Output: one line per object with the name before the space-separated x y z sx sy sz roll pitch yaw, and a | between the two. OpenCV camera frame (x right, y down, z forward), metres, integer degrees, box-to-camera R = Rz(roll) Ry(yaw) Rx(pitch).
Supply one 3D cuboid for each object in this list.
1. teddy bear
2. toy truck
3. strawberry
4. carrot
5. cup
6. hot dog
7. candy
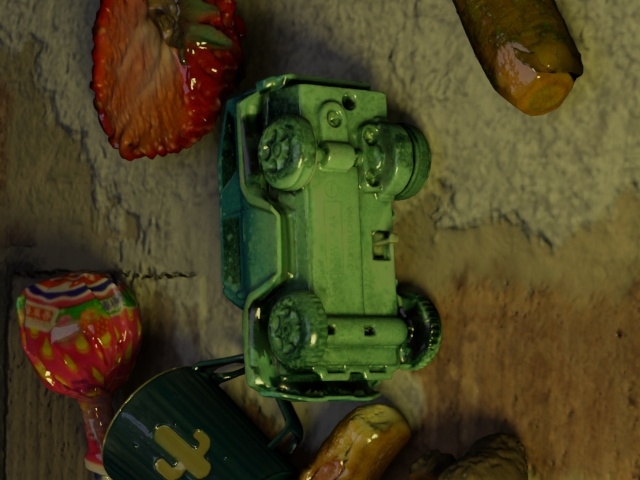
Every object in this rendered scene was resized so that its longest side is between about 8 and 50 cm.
teddy bear | 0.098 0.260 1.616 0.190 0.140 0.177 -41 63 43
toy truck | 0.000 0.000 1.713 0.156 0.155 0.279 -10 80 52
strawberry | -0.136 -0.171 1.896 0.190 0.111 0.236 63 150 14
carrot | 0.154 -0.184 1.629 0.082 0.082 0.173 -43 53 33
cup | -0.088 0.194 1.810 0.176 0.131 0.155 -49 57 -2
hot dog | -0.012 0.257 1.754 0.061 0.088 0.286 44 111 29
candy | -0.216 0.211 1.946 0.124 0.124 0.365 -8 90 43
